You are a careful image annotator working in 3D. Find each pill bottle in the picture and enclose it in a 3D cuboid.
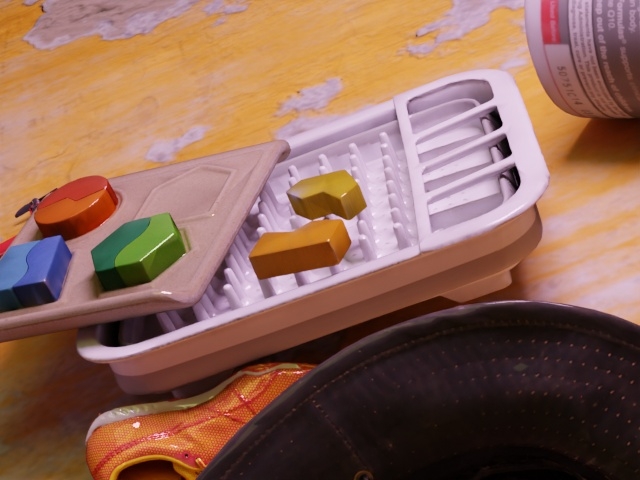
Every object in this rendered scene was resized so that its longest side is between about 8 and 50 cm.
[{"bbox_3d":[0.301,-0.162,1.283,0.283,0.161,0.161,5,41,38],"label":"pill bottle"}]

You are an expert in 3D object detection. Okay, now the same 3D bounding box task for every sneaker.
[{"bbox_3d":[-0.065,0.128,1.200,0.175,0.064,0.067,-21,59,3],"label":"sneaker"}]

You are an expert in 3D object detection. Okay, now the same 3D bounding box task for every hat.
[{"bbox_3d":[0.074,0.193,0.890,0.331,0.331,0.134,-25,-7,-2],"label":"hat"}]

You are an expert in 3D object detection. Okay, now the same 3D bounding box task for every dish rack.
[{"bbox_3d":[0.000,0.000,1.298,0.333,0.072,0.285,-19,24,7],"label":"dish rack"}]

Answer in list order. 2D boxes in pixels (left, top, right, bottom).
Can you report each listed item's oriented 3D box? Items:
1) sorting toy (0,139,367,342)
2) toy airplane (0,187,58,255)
[{"bbox_3d":[-0.107,-0.012,1.284,0.307,0.041,0.229,-11,26,27],"label":"sorting toy"},{"bbox_3d":[-0.228,-0.003,1.519,0.151,0.028,0.151,-16,31,10],"label":"toy airplane"}]
